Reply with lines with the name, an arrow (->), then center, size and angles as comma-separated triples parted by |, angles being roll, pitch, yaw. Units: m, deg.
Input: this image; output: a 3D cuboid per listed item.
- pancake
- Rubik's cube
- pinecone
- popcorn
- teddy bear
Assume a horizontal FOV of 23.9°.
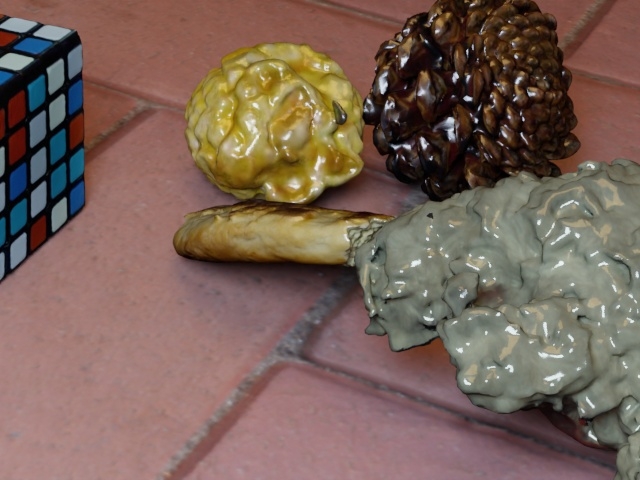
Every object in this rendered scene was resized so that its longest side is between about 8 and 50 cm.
pancake -> 0.000, 0.000, 1.309 | 0.266, 0.057, 0.244 | 5, 0, 42
Rubik's cube -> -0.326, -0.089, 1.327 | 0.184, 0.187, 0.182 | 17, 33, 15
pinecone -> 0.141, -0.132, 1.465 | 0.221, 0.221, 0.221 | 4, 32, -2
popcorn -> -0.040, -0.105, 1.436 | 0.180, 0.170, 0.180 | 5, 75, -20
teddy bear -> 0.236, 0.116, 1.094 | 0.357, 0.224, 0.368 | 9, 51, -29
